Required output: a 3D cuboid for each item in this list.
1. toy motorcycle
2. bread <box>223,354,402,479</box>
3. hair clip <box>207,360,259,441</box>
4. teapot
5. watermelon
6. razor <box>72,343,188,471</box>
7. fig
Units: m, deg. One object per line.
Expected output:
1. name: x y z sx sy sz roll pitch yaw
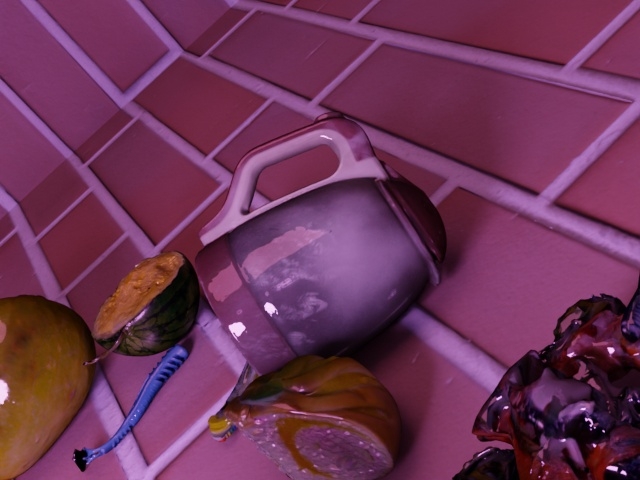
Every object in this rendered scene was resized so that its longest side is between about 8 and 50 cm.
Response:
1. toy motorcycle: 0.290 0.127 1.078 0.401 0.134 0.207 -52 28 -18
2. bread: -0.013 0.207 1.346 0.261 0.158 0.156 -19 30 34
3. hair clip: -0.116 0.218 1.605 0.060 0.033 0.188 -17 37 44
4. teapot: 0.000 0.000 1.498 0.312 0.315 0.233 -32 -6 4
5. watermelon: -0.285 0.124 1.874 0.204 0.127 0.232 -34 25 14
6. razor: -0.301 0.270 1.773 0.253 0.042 0.082 -51 -14 -22
7. fig: -0.522 0.250 1.880 0.258 0.258 0.326 -14 57 44
